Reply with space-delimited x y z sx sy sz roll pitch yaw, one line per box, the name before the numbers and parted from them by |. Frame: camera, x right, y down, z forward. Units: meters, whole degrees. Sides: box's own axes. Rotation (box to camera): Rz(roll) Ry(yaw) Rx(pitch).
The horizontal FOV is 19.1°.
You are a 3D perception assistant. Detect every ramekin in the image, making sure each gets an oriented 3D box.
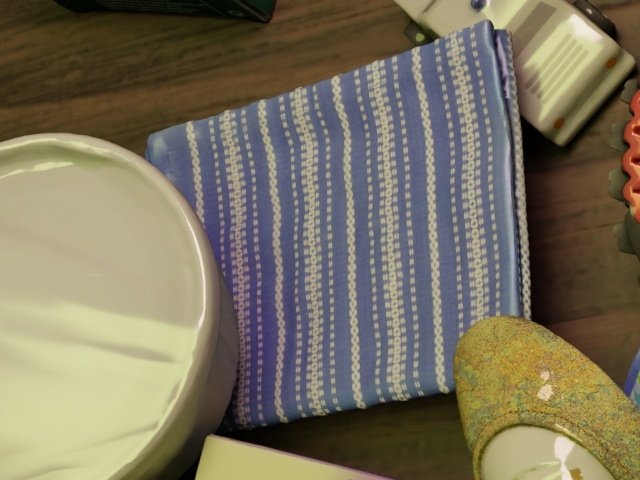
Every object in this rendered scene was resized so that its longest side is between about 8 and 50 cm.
ramekin | -0.180 0.071 1.318 0.272 0.127 0.273 -6 72 17

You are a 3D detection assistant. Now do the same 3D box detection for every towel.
towel | 0.000 0.000 1.322 0.336 0.040 0.243 -15 71 40

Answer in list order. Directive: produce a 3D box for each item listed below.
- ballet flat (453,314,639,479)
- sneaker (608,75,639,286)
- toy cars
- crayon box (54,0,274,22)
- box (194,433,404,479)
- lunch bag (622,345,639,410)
ballet flat | 0.177 0.195 1.099 0.123 0.123 0.348 -40 79 16
sneaker | 0.267 -0.097 1.198 0.135 0.097 0.276 8 79 35
toy cars | 0.116 -0.254 1.340 0.176 0.087 0.394 -12 71 28
crayon box | -0.108 -0.342 1.503 0.203 0.083 0.323 7 79 32
box | 0.011 0.271 1.236 0.213 0.117 0.243 9 82 33
lunch bag | 0.248 0.119 1.148 0.129 0.096 0.151 27 93 33
